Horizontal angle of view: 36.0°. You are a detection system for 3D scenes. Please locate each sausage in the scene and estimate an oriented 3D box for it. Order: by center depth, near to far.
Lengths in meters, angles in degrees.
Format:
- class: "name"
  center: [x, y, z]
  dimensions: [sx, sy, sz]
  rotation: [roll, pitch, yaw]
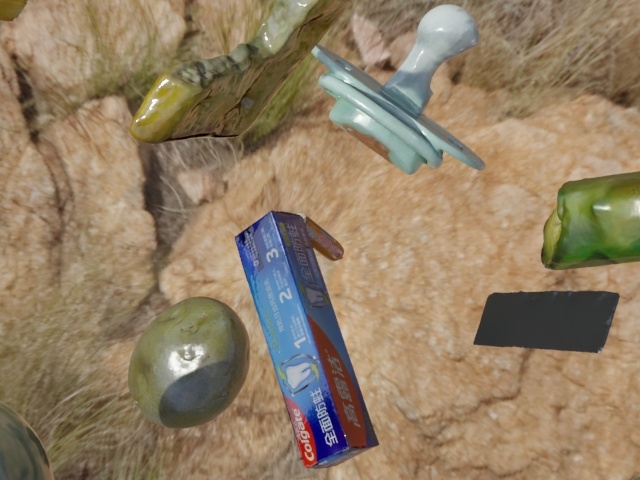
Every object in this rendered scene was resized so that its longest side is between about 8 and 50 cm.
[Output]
- class: "sausage"
  center: [0.000, 0.000, 1.356]
  dimensions: [0.107, 0.031, 0.031]
  rotation: [39, 85, -40]

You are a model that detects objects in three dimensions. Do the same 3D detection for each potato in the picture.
- class: "potato"
  center: [-0.198, 0.185, 1.473]
  dimensions: [0.160, 0.235, 0.178]
  rotation: [41, 43, -24]

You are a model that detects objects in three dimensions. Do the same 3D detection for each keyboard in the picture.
- class: "keyboard"
  center: [0.256, 0.093, 1.134]
  dimensions: [0.015, 0.196, 0.074]
  rotation: [27, 72, -30]

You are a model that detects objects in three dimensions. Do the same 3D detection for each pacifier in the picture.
- class: "pacifier"
  center: [0.151, -0.255, 1.574]
  dimensions: [0.343, 0.288, 0.269]
  rotation: [32, 105, -2]

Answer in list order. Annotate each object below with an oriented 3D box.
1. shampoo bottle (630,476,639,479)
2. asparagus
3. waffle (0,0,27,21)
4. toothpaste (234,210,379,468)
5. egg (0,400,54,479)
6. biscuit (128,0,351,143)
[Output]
- class: "shampoo bottle"
  center: [0.294, 0.268, 0.915]
  dimensions: [0.079, 0.079, 0.162]
  rotation: [38, 122, -2]
- class: "asparagus"
  center: [0.307, -0.025, 0.712]
  dimensions: [0.085, 0.343, 0.082]
  rotation: [60, 44, -27]
- class: "waffle"
  center: [-0.581, -0.465, 1.518]
  dimensions: [0.055, 0.221, 0.248]
  rotation: [-24, 84, 27]
- class: "toothpaste"
  center: [-0.021, 0.120, 1.234]
  dimensions: [0.076, 0.066, 0.320]
  rotation: [-33, 65, 32]
- class: "egg"
  center: [-0.416, 0.277, 0.967]
  dimensions: [0.352, 0.258, 0.258]
  rotation: [-27, 90, 23]
- class: "biscuit"
  center: [-0.054, -0.147, 0.770]
  dimensions: [0.039, 0.174, 0.183]
  rotation: [45, 106, 10]
